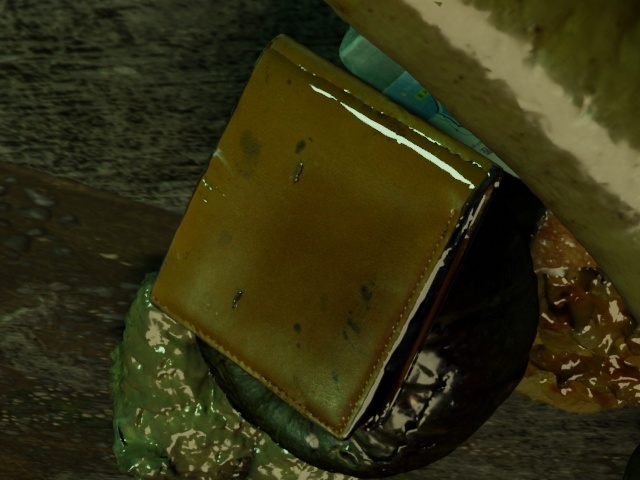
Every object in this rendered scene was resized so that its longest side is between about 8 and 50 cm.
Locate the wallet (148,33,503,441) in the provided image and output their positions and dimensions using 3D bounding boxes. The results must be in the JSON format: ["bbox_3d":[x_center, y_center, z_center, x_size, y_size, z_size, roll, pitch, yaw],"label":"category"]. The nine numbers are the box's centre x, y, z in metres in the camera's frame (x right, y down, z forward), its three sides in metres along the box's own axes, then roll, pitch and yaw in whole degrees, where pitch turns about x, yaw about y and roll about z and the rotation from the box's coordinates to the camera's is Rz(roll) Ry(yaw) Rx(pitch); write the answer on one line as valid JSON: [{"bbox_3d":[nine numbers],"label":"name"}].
[{"bbox_3d":[0.001,-0.001,0.996,0.161,0.195,0.042,33,-153,18],"label":"wallet"}]

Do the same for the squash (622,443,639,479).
[{"bbox_3d":[0.473,0.307,1.550,0.384,0.263,0.263,-3,155,23],"label":"squash"}]

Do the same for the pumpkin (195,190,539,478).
[{"bbox_3d":[0.020,0.040,1.111,0.238,0.238,0.159,-8,-165,32],"label":"pumpkin"}]

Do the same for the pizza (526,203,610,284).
[{"bbox_3d":[0.195,-0.035,1.078,0.193,0.053,0.201,-19,131,35],"label":"pizza"}]

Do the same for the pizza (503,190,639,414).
[{"bbox_3d":[0.173,0.062,1.302,0.257,0.087,0.268,21,156,-21],"label":"pizza"}]

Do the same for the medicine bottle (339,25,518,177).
[{"bbox_3d":[0.114,-0.075,0.974,0.208,0.054,0.090,31,148,-13],"label":"medicine bottle"}]

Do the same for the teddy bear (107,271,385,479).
[{"bbox_3d":[-0.051,0.140,1.459,0.256,0.156,0.267,9,156,-8],"label":"teddy bear"}]

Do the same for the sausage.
[{"bbox_3d":[0.130,-0.069,0.829,0.501,0.136,0.123,45,174,-21],"label":"sausage"}]
